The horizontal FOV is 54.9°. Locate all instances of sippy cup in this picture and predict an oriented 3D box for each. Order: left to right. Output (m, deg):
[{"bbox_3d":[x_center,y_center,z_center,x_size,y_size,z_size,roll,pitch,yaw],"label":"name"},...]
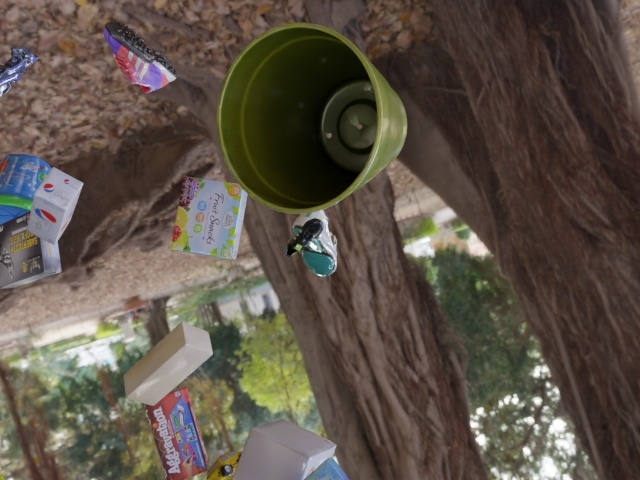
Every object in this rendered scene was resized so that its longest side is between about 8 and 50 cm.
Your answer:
[{"bbox_3d":[-1.009,-0.162,2.081,0.240,0.224,0.305,-21,146,37],"label":"sippy cup"}]

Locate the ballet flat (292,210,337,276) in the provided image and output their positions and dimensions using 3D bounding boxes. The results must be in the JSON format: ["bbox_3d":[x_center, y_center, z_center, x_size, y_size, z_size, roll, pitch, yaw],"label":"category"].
[{"bbox_3d":[0.000,0.000,2.122,0.139,0.139,0.400,-18,153,0],"label":"ballet flat"}]

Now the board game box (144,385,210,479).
[{"bbox_3d":[-0.467,0.635,2.006,0.145,0.281,0.027,-17,179,-17],"label":"board game box"}]

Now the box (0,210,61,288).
[{"bbox_3d":[-0.843,0.026,1.758,0.231,0.183,0.056,-15,171,31],"label":"box"}]

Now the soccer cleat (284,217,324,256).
[{"bbox_3d":[-0.049,-0.005,1.865,0.179,0.060,0.072,-41,-161,46],"label":"soccer cleat"}]

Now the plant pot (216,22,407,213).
[{"bbox_3d":[0.027,-0.257,1.355,0.366,0.366,0.353,-20,178,28],"label":"plant pot"}]

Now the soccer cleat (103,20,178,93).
[{"bbox_3d":[-0.498,-0.477,1.652,0.116,0.108,0.318,-36,170,7],"label":"soccer cleat"}]

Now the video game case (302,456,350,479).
[{"bbox_3d":[0.012,0.638,1.275,0.244,0.269,0.061,-41,159,-1],"label":"video game case"}]

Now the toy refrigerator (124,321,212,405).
[{"bbox_3d":[-0.444,0.356,1.785,0.269,0.094,0.102,-42,134,18],"label":"toy refrigerator"}]

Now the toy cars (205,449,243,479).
[{"bbox_3d":[-0.359,0.718,1.756,0.394,0.087,0.176,-37,159,-26],"label":"toy cars"}]

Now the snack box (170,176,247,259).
[{"bbox_3d":[-0.304,-0.061,1.698,0.175,0.207,0.070,9,175,7],"label":"snack box"}]

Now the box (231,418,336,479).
[{"bbox_3d":[-0.121,0.643,1.513,0.168,0.345,0.215,20,177,20],"label":"box"}]

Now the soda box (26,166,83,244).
[{"bbox_3d":[-0.567,-0.068,1.310,0.216,0.069,0.074,-35,-151,55],"label":"soda box"}]

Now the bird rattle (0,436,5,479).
[{"bbox_3d":[-0.712,0.391,1.214,0.143,0.253,0.207,-23,167,-2],"label":"bird rattle"}]

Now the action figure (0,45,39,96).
[{"bbox_3d":[-0.734,-0.322,1.190,0.179,0.330,0.341,15,-131,21],"label":"action figure"}]
